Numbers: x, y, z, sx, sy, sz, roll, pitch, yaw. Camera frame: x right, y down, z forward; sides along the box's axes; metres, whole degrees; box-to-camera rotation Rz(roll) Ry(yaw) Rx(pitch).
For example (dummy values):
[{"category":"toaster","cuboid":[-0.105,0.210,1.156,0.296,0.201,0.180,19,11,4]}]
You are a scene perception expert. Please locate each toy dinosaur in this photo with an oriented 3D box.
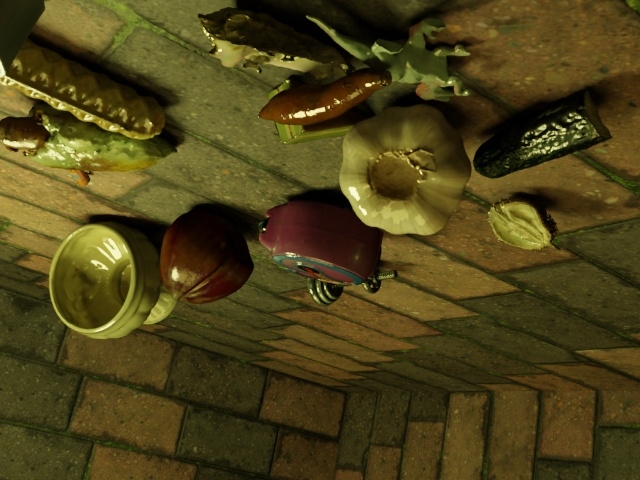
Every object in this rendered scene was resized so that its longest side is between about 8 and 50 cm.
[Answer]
[{"category":"toy dinosaur","cuboid":[0.087,-0.230,0.927,0.242,0.053,0.167,7,169,-15]}]

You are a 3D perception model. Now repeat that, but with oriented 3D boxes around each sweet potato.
[{"category":"sweet potato","cuboid":[-0.003,-0.185,0.983,0.057,0.057,0.264,27,164,-37]}]

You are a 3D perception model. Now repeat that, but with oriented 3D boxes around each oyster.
[{"category":"oyster","cuboid":[-0.051,-0.251,0.945,0.209,0.072,0.133,7,-176,-8]}]

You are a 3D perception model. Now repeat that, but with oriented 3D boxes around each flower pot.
[{"category":"flower pot","cuboid":[-0.513,0.110,1.897,0.307,0.308,0.244,1,172,26]}]

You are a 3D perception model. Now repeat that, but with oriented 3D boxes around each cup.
[{"category":"cup","cuboid":[-0.442,-0.295,0.946,0.128,0.130,0.095,15,154,-2]}]

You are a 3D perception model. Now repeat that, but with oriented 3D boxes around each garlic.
[{"category":"garlic","cuboid":[0.140,-0.117,1.129,0.199,0.199,0.226,4,-167,19]}]

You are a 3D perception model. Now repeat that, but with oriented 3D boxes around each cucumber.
[{"category":"cucumber","cuboid":[0.299,-0.141,1.037,0.074,0.075,0.241,21,160,-25]}]

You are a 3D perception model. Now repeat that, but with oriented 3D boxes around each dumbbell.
[{"category":"dumbbell","cuboid":[0.076,0.097,1.798,0.254,0.110,0.110,-12,151,35]}]

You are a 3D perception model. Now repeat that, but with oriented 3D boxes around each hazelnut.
[{"category":"hazelnut","cuboid":[-0.271,0.042,1.665,0.229,0.230,0.229,10,161,4]}]

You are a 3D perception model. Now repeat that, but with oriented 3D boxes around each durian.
[{"category":"durian","cuboid":[0.367,-0.035,1.289,0.140,0.071,0.110,33,148,8]}]

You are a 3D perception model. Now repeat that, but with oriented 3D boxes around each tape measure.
[{"category":"tape measure","cuboid":[0.000,0.000,1.506,0.245,0.149,0.231,8,165,32]}]

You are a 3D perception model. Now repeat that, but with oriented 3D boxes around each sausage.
[{"category":"sausage","cuboid":[-0.508,-0.147,1.537,0.031,0.031,0.107,11,161,0]}]

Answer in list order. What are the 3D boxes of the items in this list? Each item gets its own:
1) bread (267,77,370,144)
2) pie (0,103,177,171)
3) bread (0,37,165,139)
[{"category":"bread","cuboid":[0.002,-0.201,1.124,0.139,0.084,0.074,-13,176,-33]},{"category":"pie","cuboid":[-0.408,-0.173,1.333,0.274,0.106,0.257,5,175,25]},{"category":"bread","cuboid":[-0.410,-0.249,1.131,0.367,0.077,0.084,22,162,-31]}]
